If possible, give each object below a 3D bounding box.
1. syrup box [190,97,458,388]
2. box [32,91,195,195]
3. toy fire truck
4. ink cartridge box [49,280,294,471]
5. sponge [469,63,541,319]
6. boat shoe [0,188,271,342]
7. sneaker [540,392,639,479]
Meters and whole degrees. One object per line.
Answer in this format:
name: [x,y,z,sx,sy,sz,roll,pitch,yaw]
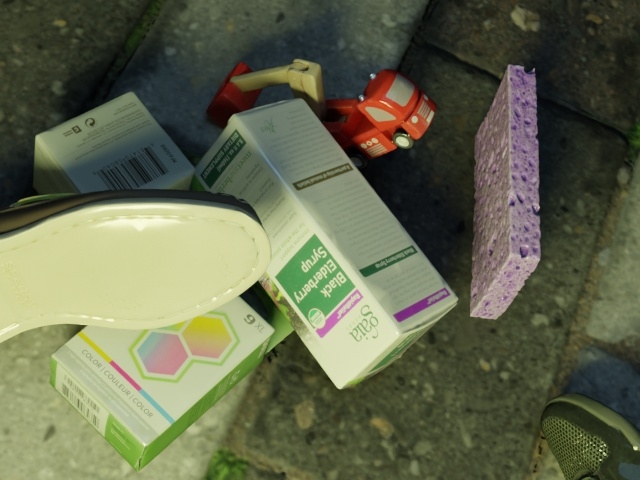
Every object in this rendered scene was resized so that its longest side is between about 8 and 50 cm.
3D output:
syrup box: [0.000,0.000,1.108,0.096,0.093,0.237,-22,70,-47]
box: [-0.182,-0.054,1.116,0.101,0.087,0.102,-30,71,-28]
toy fire truck: [-0.002,-0.123,1.174,0.135,0.192,0.047,42,54,-22]
ink cartridge box: [-0.113,0.081,1.072,0.109,0.062,0.209,42,59,12]
sponge: [0.170,-0.045,1.186,0.031,0.117,0.210,9,59,-7]
boat shoe: [-0.197,0.013,1.008,0.324,0.116,0.097,-13,29,8]
sneaker: [0.237,0.238,1.059,0.130,0.087,0.227,-23,74,-32]
